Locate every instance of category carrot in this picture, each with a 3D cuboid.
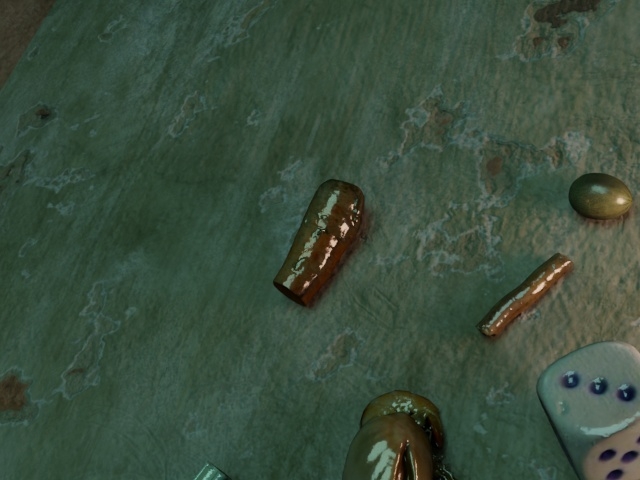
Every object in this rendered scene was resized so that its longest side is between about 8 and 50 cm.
[{"bbox_3d":[0.000,0.000,2.251,0.138,0.139,0.302,23,76,38],"label":"carrot"}]

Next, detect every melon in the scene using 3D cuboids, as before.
[{"bbox_3d":[0.584,-0.092,2.027,0.130,0.098,0.098,9,61,26],"label":"melon"}]

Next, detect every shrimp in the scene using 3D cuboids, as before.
[{"bbox_3d":[0.194,0.388,1.903,0.152,0.063,0.287,-40,45,-20],"label":"shrimp"}]

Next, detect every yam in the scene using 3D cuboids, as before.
[{"bbox_3d":[0.419,0.114,1.993,0.241,0.057,0.057,-40,47,-6],"label":"yam"}]

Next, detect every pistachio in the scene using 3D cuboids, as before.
[{"bbox_3d":[0.115,0.456,1.782,0.166,0.197,0.288,14,85,-10],"label":"pistachio"}]

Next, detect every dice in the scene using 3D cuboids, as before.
[{"bbox_3d":[0.501,0.305,1.696,0.191,0.194,0.193,-26,44,7],"label":"dice"}]

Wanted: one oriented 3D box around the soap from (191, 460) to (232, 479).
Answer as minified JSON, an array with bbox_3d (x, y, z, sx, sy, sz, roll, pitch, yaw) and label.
[{"bbox_3d":[-0.251,0.558,1.970,0.063,0.114,0.198,28,71,39],"label":"soap"}]
